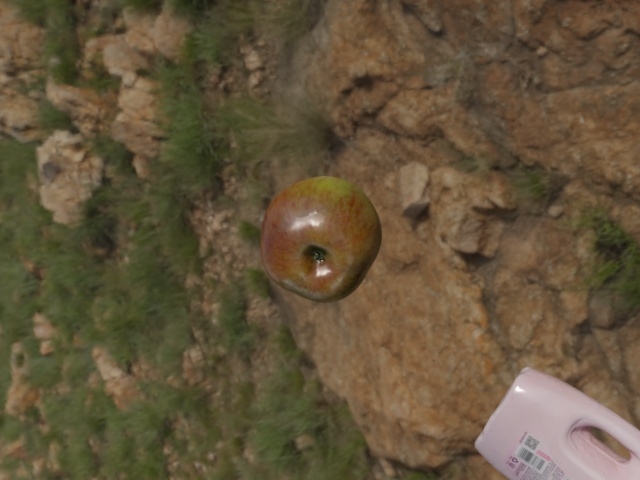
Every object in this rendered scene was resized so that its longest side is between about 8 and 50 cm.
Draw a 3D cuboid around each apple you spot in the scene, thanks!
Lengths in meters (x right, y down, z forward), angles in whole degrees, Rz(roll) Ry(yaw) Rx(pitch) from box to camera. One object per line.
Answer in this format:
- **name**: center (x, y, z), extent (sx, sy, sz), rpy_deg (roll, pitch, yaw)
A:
- **apple**: center (-0.001, -0.003, 0.870), extent (0.102, 0.126, 0.126), rpy_deg (-74, -21, -71)

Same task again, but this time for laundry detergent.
- **laundry detergent**: center (0.362, 0.297, 1.055), extent (0.335, 0.088, 0.159), rpy_deg (32, 119, 16)
